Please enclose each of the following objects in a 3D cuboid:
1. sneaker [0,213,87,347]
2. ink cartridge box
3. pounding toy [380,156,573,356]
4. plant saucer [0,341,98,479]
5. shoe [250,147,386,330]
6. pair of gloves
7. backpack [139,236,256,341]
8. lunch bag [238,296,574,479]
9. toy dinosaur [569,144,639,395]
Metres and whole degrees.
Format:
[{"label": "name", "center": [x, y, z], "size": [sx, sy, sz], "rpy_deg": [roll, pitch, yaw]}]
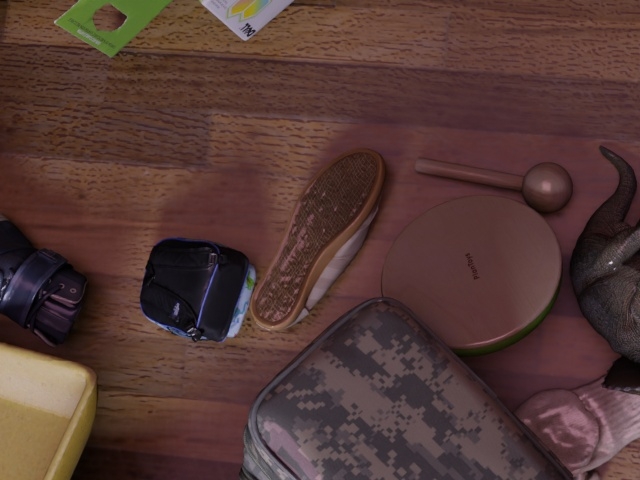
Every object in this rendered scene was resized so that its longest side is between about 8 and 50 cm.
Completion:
[{"label": "sneaker", "center": [-0.340, 0.055, 1.513], "size": [0.163, 0.226, 0.086], "rpy_deg": [37, 118, 8]}, {"label": "ink cartridge box", "center": [-0.125, -0.259, 1.517], "size": [0.255, 0.189, 0.097], "rpy_deg": [-40, 81, 6]}, {"label": "pounding toy", "center": [0.167, 0.036, 1.494], "size": [0.182, 0.110, 0.237], "rpy_deg": [2, 55, 21]}, {"label": "plant saucer", "center": [-0.383, 0.263, 1.470], "size": [0.332, 0.081, 0.333], "rpy_deg": [10, 69, 36]}, {"label": "shoe", "center": [0.000, 0.000, 1.539], "size": [0.076, 0.058, 0.219], "rpy_deg": [33, 88, 23]}, {"label": "pair of gloves", "center": [0.285, 0.256, 1.467], "size": [0.204, 0.042, 0.240], "rpy_deg": [-24, 80, 7]}, {"label": "backpack", "center": [-0.130, 0.052, 1.533], "size": [0.114, 0.084, 0.105], "rpy_deg": [11, 83, 45]}, {"label": "lunch bag", "center": [0.075, 0.244, 1.403], "size": [0.212, 0.256, 0.305], "rpy_deg": [-42, 77, -19]}, {"label": "toy dinosaur", "center": [0.302, 0.039, 1.429], "size": [0.160, 0.121, 0.314], "rpy_deg": [-43, 57, 32]}]
